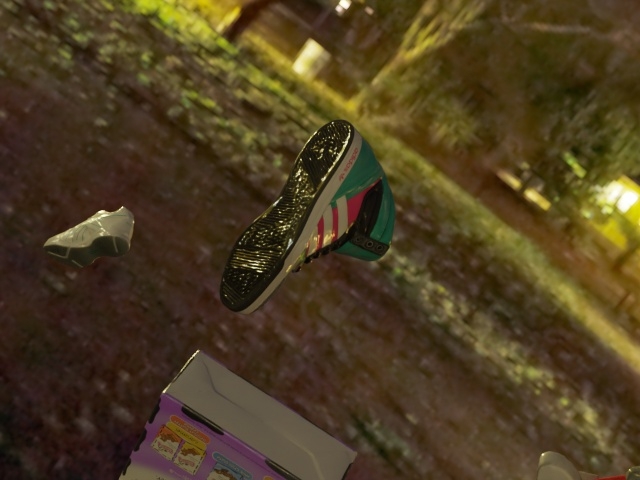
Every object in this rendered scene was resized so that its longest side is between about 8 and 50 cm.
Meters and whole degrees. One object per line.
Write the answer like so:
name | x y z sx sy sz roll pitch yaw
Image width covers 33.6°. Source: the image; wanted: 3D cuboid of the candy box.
candy box | -0.087 0.219 0.929 0.165 0.196 0.070 32 35 3

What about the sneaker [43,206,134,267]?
sneaker | -0.307 -0.004 1.424 0.054 0.152 0.061 50 42 -40

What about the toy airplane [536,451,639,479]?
toy airplane | 0.460 0.396 1.395 0.386 0.384 0.272 29 35 -31

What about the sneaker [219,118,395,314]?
sneaker | 0.000 0.000 1.457 0.178 0.295 0.124 39 -6 -40
